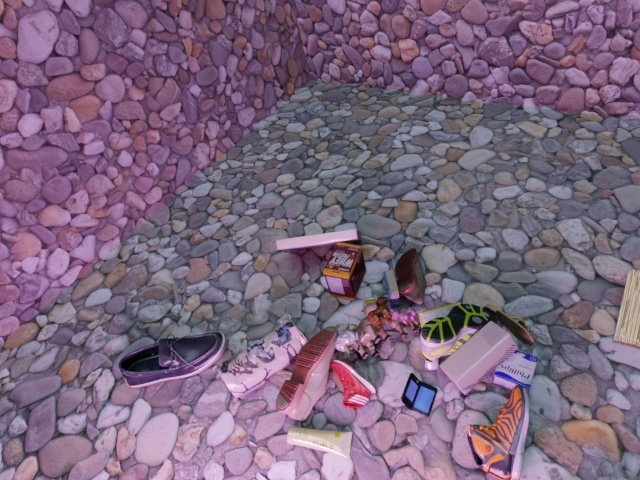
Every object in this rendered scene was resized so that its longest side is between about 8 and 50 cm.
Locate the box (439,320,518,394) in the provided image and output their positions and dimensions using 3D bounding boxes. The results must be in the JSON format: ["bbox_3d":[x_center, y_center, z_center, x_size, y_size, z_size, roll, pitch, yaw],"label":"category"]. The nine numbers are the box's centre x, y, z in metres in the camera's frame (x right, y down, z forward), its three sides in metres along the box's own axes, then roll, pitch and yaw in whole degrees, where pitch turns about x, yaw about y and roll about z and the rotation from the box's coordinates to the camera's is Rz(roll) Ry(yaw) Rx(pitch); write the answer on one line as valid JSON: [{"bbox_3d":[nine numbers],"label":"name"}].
[{"bbox_3d":[0.604,0.446,1.550,0.275,0.094,0.113,-40,26,-2],"label":"box"}]

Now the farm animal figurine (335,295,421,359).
[{"bbox_3d":[0.239,0.354,1.724,0.327,0.330,0.172,-48,49,10],"label":"farm animal figurine"}]

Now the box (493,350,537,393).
[{"bbox_3d":[0.740,0.494,1.540,0.126,0.072,0.137,16,54,29],"label":"box"}]

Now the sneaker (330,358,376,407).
[{"bbox_3d":[0.101,0.582,1.635,0.221,0.087,0.128,26,58,36],"label":"sneaker"}]

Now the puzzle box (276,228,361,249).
[{"bbox_3d":[0.000,0.000,2.105,0.409,0.272,0.052,-8,87,9],"label":"puzzle box"}]

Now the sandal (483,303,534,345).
[{"bbox_3d":[0.797,0.325,1.675,0.079,0.088,0.240,-32,41,-18],"label":"sandal"}]

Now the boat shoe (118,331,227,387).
[{"bbox_3d":[-0.680,0.532,1.864,0.500,0.156,0.186,-17,44,-2],"label":"boat shoe"}]

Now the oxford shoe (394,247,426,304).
[{"bbox_3d":[0.436,0.168,1.927,0.123,0.130,0.348,-33,20,33],"label":"oxford shoe"}]

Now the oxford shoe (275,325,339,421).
[{"bbox_3d":[-0.026,0.541,1.665,0.140,0.146,0.397,1,51,57],"label":"oxford shoe"}]

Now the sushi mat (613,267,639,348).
[{"bbox_3d":[1.254,0.267,1.570,0.151,0.019,0.316,17,74,27],"label":"sushi mat"}]

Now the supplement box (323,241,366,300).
[{"bbox_3d":[0.122,0.148,1.960,0.129,0.194,0.191,9,51,23],"label":"supplement box"}]

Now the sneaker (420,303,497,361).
[{"bbox_3d":[0.552,0.371,1.650,0.385,0.147,0.145,-11,34,-24],"label":"sneaker"}]

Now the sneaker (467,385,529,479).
[{"bbox_3d":[0.612,0.639,1.404,0.180,0.124,0.321,12,52,24],"label":"sneaker"}]

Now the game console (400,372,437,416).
[{"bbox_3d":[0.380,0.591,1.558,0.071,0.107,0.122,-12,37,47],"label":"game console"}]

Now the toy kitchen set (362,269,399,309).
[{"bbox_3d":[0.263,0.254,1.810,0.166,0.207,0.122,-12,45,5],"label":"toy kitchen set"}]

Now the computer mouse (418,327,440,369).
[{"bbox_3d":[0.465,0.443,1.689,0.106,0.042,0.193,-2,47,13],"label":"computer mouse"}]

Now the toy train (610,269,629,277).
[{"bbox_3d":[1.329,0.195,1.641,0.248,0.105,0.143,0,61,16],"label":"toy train"}]

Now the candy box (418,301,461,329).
[{"bbox_3d":[0.513,0.332,1.706,0.206,0.027,0.105,-9,84,-20],"label":"candy box"}]

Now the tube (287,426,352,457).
[{"bbox_3d":[-0.004,0.750,1.529,0.240,0.062,0.070,4,89,13],"label":"tube"}]

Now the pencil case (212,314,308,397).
[{"bbox_3d":[-0.252,0.504,1.754,0.410,0.160,0.183,-31,72,-13],"label":"pencil case"}]
